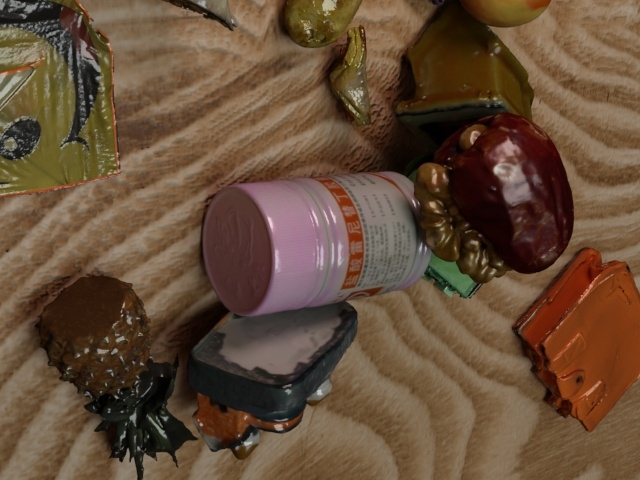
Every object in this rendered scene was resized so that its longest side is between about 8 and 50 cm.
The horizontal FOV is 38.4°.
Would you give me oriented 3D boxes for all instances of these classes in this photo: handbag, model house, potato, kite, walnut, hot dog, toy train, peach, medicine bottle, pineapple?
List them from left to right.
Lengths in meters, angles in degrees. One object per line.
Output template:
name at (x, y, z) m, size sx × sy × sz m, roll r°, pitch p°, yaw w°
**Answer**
kite at (-0.394, -0.165, 1.151) m, size 0.327 × 0.013 × 0.377 m, roll -50°, pitch 136°, yaw -7°
pineapple at (-0.282, 0.211, 1.348) m, size 0.165 × 0.165 × 0.365 m, roll -36°, pitch 136°, yaw -21°
model house at (-0.077, 0.250, 1.472) m, size 0.271 × 0.190 × 0.301 m, roll -46°, pitch 151°, yaw -53°
medicine bottle at (0.000, 0.000, 1.431) m, size 0.315 × 0.202 × 0.202 m, roll -9°, pitch 117°, yaw -37°
potato at (0.013, -0.358, 1.348) m, size 0.171 × 0.080 × 0.107 m, roll -55°, pitch 147°, yaw -5°
hot dog at (0.045, -0.252, 1.434) m, size 0.061 × 0.078 × 0.169 m, roll -3°, pitch 120°, yaw 6°
toy train at (0.216, -0.027, 1.635) m, size 0.188 × 0.159 × 0.271 m, roll -53°, pitch 138°, yaw 0°
model house at (0.260, -0.262, 1.560) m, size 0.268 × 0.173 × 0.239 m, roll 35°, pitch 50°, yaw -49°
walnut at (0.274, -0.053, 1.420) m, size 0.244 × 0.221 × 0.269 m, roll -46°, pitch 114°, yaw -16°
peach at (0.289, -0.424, 1.436) m, size 0.184 × 0.184 × 0.184 m, roll -18°, pitch 122°, yaw -32°
handbag at (0.622, 0.235, 2.126) m, size 0.303 × 0.116 × 0.410 m, roll -47°, pitch 132°, yaw -12°

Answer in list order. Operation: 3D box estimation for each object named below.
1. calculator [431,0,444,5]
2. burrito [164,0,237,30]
calculator at (0.207, -0.517, 1.453) m, size 0.194 × 0.043 × 0.294 m, roll -17°, pitch 123°, yaw -34°
burrito at (-0.211, -0.413, 1.120) m, size 0.175 × 0.107 × 0.348 m, roll -16°, pitch 120°, yaw -15°
